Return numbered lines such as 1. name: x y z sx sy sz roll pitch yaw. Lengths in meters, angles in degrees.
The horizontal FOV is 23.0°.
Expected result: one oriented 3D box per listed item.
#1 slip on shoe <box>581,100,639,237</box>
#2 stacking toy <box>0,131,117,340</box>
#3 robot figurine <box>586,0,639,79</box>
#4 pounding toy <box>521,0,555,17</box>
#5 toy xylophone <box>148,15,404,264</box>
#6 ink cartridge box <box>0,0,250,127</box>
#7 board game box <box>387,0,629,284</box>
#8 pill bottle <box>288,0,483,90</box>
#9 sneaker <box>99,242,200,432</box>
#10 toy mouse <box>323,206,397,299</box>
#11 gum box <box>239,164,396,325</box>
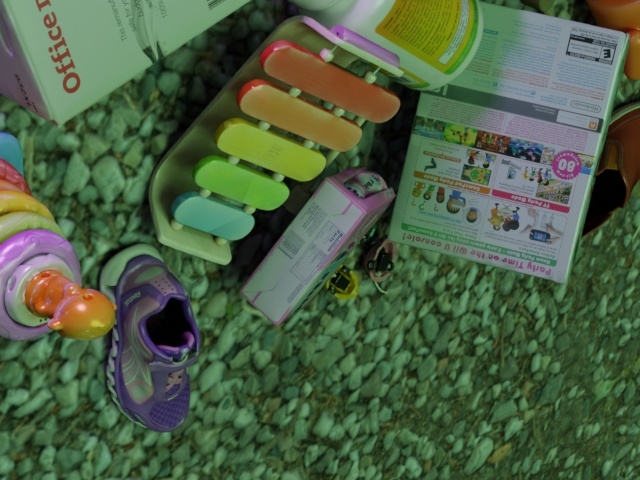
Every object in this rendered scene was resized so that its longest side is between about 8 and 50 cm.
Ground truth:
1. slip on shoe: 0.400 -0.087 2.185 0.331 0.101 0.123 -35 129 -28
2. stacking toy: -0.280 0.026 1.442 0.175 0.302 0.165 -16 121 -39
3. robot figurine: 0.426 -0.304 2.080 0.128 0.158 0.219 -31 136 9
4. pounding toy: 0.286 -0.222 2.011 0.181 0.094 0.206 -16 121 -38
5. toy xylophone: -0.037 -0.109 1.709 0.236 0.081 0.322 11 127 -43
6. ink cartridge box: -0.197 -0.289 1.488 0.307 0.129 0.223 -37 132 -25
7. board game box: 0.225 -0.121 1.885 0.097 0.224 0.303 -13 117 -79
8. pill bottle: 0.060 -0.268 1.740 0.246 0.136 0.136 23 94 -47
9. sneaker: -0.177 0.123 1.738 0.095 0.104 0.236 -28 129 -33
10. toy mouse: 0.052 0.007 1.950 0.161 0.031 0.143 33 87 -47
11. gum box: 0.000 0.000 1.798 0.188 0.062 0.107 -52 171 22
